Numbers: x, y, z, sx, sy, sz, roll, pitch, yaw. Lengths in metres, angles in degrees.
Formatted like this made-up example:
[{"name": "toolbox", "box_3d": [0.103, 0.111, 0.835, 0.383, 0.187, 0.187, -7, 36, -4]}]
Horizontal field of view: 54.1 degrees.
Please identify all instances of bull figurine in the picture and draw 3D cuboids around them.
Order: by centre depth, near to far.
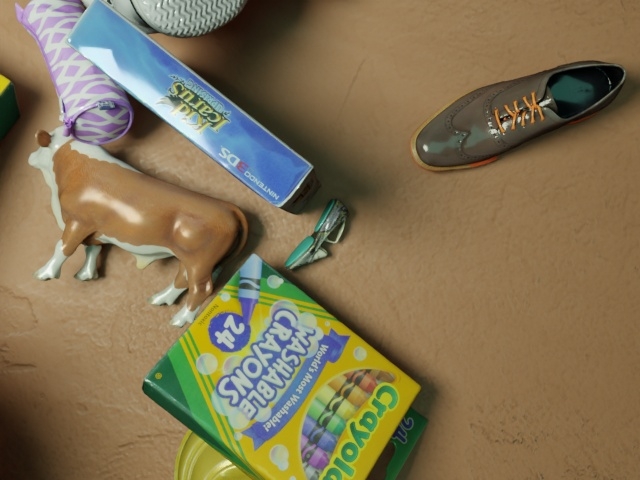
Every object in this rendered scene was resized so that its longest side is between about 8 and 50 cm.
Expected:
[{"name": "bull figurine", "box_3d": [-0.252, -0.021, 0.802, 0.310, 0.101, 0.188, 20, 95, 3]}]

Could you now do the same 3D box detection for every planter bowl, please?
[{"name": "planter bowl", "box_3d": [-0.091, 0.320, 0.806, 0.217, 0.090, 0.217, 0, 91, 1]}]

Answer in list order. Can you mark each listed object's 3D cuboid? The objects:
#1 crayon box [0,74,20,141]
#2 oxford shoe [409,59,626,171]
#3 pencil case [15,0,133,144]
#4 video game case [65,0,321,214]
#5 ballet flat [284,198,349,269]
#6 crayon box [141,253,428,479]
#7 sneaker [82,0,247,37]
[{"name": "crayon box", "box_3d": [-0.606, -0.142, 0.719, 0.363, 0.106, 0.313, 30, 67, -9]}, {"name": "oxford shoe", "box_3d": [0.242, -0.164, 0.784, 0.271, 0.098, 0.097, -23, 90, 2]}, {"name": "pencil case", "box_3d": [-0.305, -0.213, 0.780, 0.088, 0.086, 0.206, -17, 66, -27]}, {"name": "video game case", "box_3d": [-0.124, -0.134, 0.723, 0.269, 0.244, 0.061, 39, 93, 1]}, {"name": "ballet flat", "box_3d": [0.000, 0.000, 0.825, 0.041, 0.041, 0.114, 36, 92, 1]}, {"name": "crayon box", "box_3d": [-0.024, 0.196, 0.764, 0.323, 0.083, 0.203, 38, 62, 0]}, {"name": "sneaker", "box_3d": [-0.115, -0.354, 0.764, 0.366, 0.210, 0.137, -39, 128, -31]}]
